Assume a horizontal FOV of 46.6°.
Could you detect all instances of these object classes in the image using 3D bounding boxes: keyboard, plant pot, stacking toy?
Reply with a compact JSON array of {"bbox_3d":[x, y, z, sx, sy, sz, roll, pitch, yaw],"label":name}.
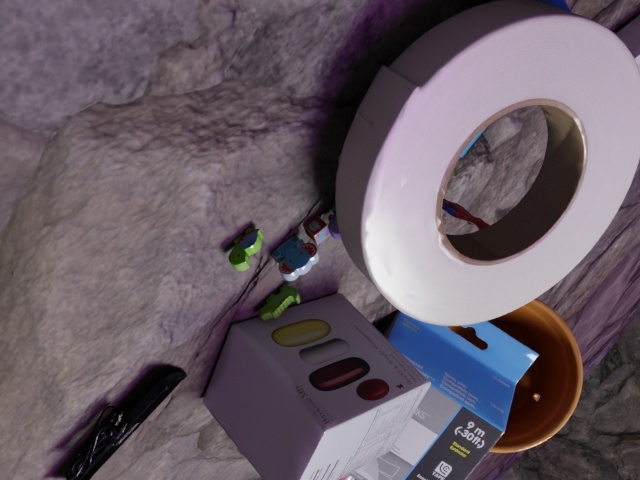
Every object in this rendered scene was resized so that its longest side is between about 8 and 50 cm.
[{"bbox_3d":[-0.247,0.222,0.890,0.192,0.038,0.100,-48,173,1],"label":"keyboard"},{"bbox_3d":[0.328,0.244,1.413,0.291,0.291,0.203,-45,168,-1],"label":"plant pot"},{"bbox_3d":[0.000,0.000,0.897,0.221,0.052,0.167,-39,149,-11],"label":"stacking toy"}]

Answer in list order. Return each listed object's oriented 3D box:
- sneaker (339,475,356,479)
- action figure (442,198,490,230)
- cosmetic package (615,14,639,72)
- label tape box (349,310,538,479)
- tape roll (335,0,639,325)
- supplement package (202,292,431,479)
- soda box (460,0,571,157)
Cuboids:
[{"bbox_3d":[0.136,0.566,1.671,0.116,0.136,0.314,-51,150,11],"label":"sneaker"},{"bbox_3d":[0.173,0.018,1.060,0.091,0.139,0.280,-42,148,-10],"label":"action figure"},{"bbox_3d":[0.483,-0.284,1.148,0.239,0.060,0.099,-37,151,-15],"label":"cosmetic package"},{"bbox_3d":[0.172,0.272,1.242,0.333,0.241,0.106,-57,180,18],"label":"label tape box"},{"bbox_3d":[0.202,-0.077,0.858,0.392,0.072,0.391,-14,126,-21],"label":"tape roll"},{"bbox_3d":[-0.007,0.201,0.987,0.203,0.194,0.149,-13,136,-44],"label":"supplement package"},{"bbox_3d":[0.198,-0.207,0.878,0.210,0.067,0.071,-53,149,11],"label":"soda box"}]
